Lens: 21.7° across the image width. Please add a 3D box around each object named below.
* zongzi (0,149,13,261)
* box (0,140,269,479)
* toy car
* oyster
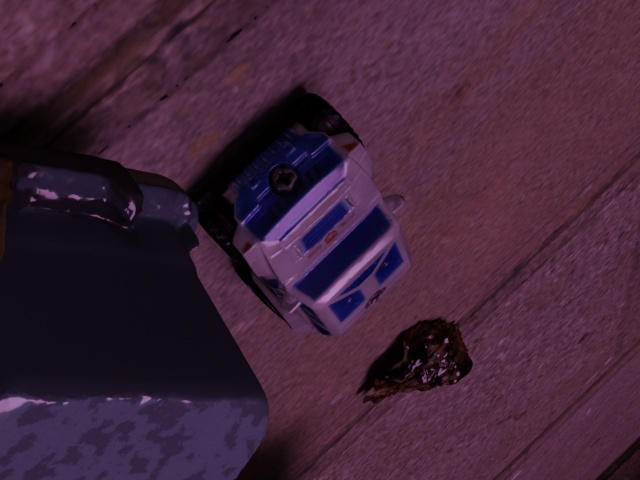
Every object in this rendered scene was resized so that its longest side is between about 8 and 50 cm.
[{"bbox_3d":[-0.213,-0.002,0.288,0.274,0.145,0.300,-47,149,-13],"label":"zongzi"},{"bbox_3d":[-0.134,0.077,0.599,0.162,0.130,0.227,8,125,-48],"label":"box"},{"bbox_3d":[0.000,0.000,0.810,0.080,0.070,0.170,-44,161,-6],"label":"toy car"},{"bbox_3d":[0.081,0.087,1.224,0.132,0.029,0.086,-23,151,-44],"label":"oyster"}]
